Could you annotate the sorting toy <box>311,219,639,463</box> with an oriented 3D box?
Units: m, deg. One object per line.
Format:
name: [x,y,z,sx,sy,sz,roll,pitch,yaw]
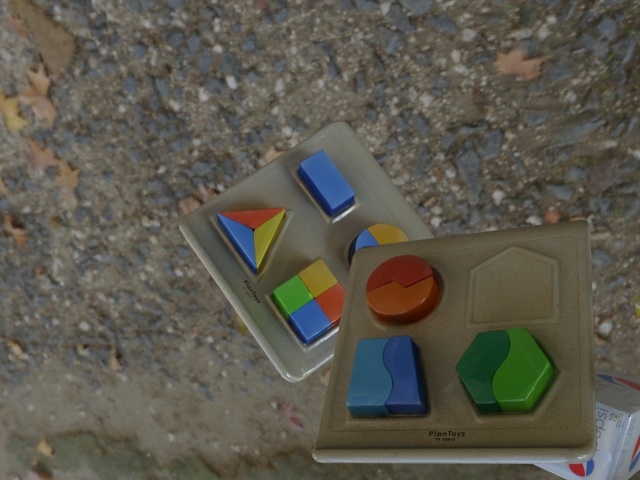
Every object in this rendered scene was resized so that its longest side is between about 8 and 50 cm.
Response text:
sorting toy: [0.148,0.065,0.603,0.307,0.229,0.041,-8,135,25]

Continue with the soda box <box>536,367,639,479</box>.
soda box: [0.253,0.161,0.695,0.073,0.216,0.069,18,95,33]

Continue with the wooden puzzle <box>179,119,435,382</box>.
wooden puzzle: [0.000,0.000,1.248,0.322,0.347,0.080,54,163,10]
